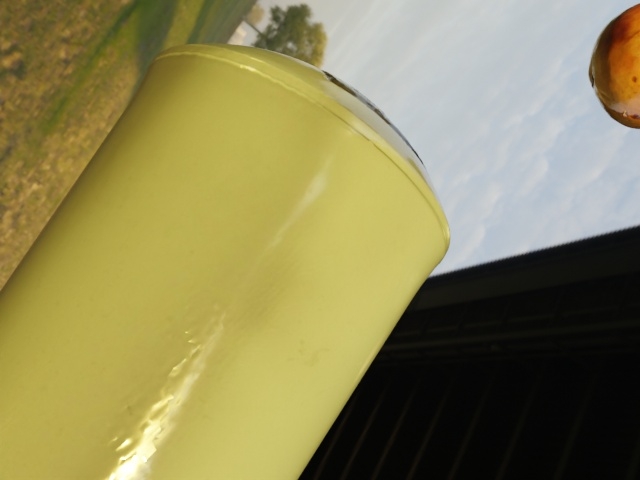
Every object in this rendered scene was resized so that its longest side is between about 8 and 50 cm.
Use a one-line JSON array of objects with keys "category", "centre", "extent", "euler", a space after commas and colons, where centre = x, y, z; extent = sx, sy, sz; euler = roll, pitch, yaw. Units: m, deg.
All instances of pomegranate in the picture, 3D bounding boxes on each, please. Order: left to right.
[{"category": "pomegranate", "centre": [0.483, -0.246, 1.045], "extent": [0.191, 0.191, 0.191], "euler": [-49, -164, 19]}]

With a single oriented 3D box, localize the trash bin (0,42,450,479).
[{"category": "trash bin", "centre": [-0.096, 0.063, 0.556], "extent": [0.432, 0.280, 0.280], "euler": [-58, -165, -17]}]
